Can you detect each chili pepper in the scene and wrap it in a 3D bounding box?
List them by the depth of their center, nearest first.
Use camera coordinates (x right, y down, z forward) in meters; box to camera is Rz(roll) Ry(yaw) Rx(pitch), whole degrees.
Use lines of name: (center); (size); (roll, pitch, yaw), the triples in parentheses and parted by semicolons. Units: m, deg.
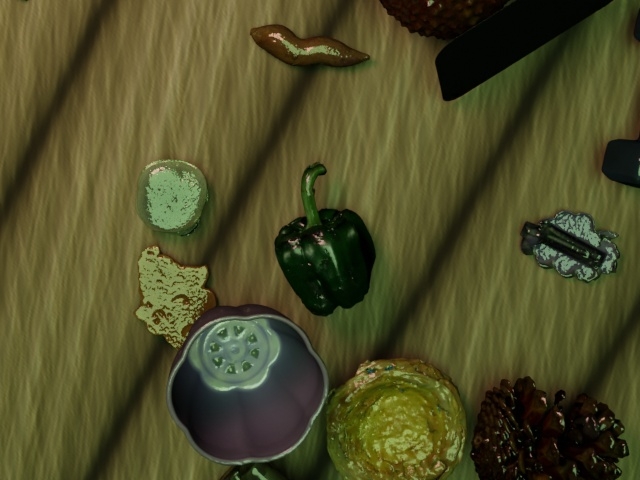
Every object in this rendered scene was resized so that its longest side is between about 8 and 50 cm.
chili pepper: (0.000, 0.000, 1.536); (0.165, 0.174, 0.261); (-19, 99, 29)

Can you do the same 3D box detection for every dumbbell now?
dumbbell: (0.594, -0.244, 1.501); (0.143, 0.156, 0.316); (6, 99, -30)

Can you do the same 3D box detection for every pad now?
pad: (0.337, -0.392, 1.418); (0.375, 0.315, 0.063); (-32, 75, 3)

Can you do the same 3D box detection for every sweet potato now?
sweet potato: (-0.021, -0.337, 1.540); (0.218, 0.051, 0.065); (14, 96, -1)

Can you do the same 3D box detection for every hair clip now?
hair clip: (0.461, 0.008, 1.585); (0.195, 0.052, 0.124); (22, 103, -7)

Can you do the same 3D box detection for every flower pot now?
flower pot: (-0.133, 0.225, 1.514); (0.265, 0.243, 0.265); (-1, 99, -9)

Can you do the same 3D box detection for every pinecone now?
pinecone: (0.410, 0.358, 1.546); (0.292, 0.246, 0.246); (-1, 98, -15)

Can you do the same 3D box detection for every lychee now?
lychee: (0.198, -0.470, 1.415); (0.275, 0.304, 0.276); (2, 59, -4)

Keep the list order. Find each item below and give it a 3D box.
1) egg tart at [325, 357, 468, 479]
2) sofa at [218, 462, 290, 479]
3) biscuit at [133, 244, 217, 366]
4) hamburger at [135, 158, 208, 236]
egg tart: (0.132, 0.341, 1.611); (0.290, 0.107, 0.291); (-1, 99, -4)
sofa: (-0.136, 0.534, 1.600); (0.200, 0.182, 0.258); (43, 97, -4)
biscuit: (-0.264, 0.123, 1.617); (0.162, 0.035, 0.250); (-24, 97, 5)
hamburger: (-0.270, -0.079, 1.576); (0.133, 0.062, 0.140); (10, 96, -5)
